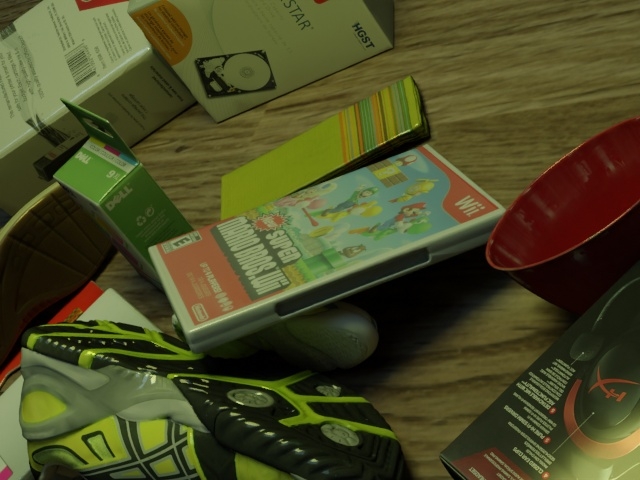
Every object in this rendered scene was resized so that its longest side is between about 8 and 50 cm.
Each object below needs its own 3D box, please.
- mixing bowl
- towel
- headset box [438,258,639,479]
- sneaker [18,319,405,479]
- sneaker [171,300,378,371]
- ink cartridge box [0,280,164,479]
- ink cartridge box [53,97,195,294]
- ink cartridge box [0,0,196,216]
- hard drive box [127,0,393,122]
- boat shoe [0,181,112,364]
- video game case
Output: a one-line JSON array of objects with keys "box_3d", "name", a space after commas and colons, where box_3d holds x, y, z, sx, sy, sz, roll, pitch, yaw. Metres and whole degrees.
[{"box_3d": [0.228, -0.005, 1.064, 0.181, 0.098, 0.181, -38, 16, 13], "name": "mixing bowl"}, {"box_3d": [0.000, -0.086, 1.429, 0.237, 0.021, 0.102, -27, 33, 17], "name": "towel"}, {"box_3d": [0.237, 0.141, 0.913, 0.293, 0.110, 0.218, -44, 37, -7], "name": "headset box"}, {"box_3d": [-0.095, 0.175, 1.166, 0.385, 0.145, 0.147, 15, 103, 35], "name": "sneaker"}, {"box_3d": [-0.030, 0.044, 1.257, 0.240, 0.091, 0.126, 2, 52, 42], "name": "sneaker"}, {"box_3d": [-0.287, 0.159, 1.379, 0.275, 0.060, 0.239, -46, 39, -10], "name": "ink cartridge box"}, {"box_3d": [-0.195, -0.037, 1.378, 0.062, 0.209, 0.109, -45, 37, -12], "name": "ink cartridge box"}, {"box_3d": [-0.311, -0.181, 1.677, 0.273, 0.114, 0.197, -33, 50, 7], "name": "ink cartridge box"}, {"box_3d": [-0.062, -0.255, 1.521, 0.232, 0.181, 0.089, -22, 40, 23], "name": "hard drive box"}, {"box_3d": [-0.334, 0.037, 1.507, 0.302, 0.109, 0.098, -52, 32, -10], "name": "boat shoe"}, {"box_3d": [0.000, 0.000, 1.225, 0.285, 0.025, 0.204, -20, 24, -8], "name": "video game case"}]
